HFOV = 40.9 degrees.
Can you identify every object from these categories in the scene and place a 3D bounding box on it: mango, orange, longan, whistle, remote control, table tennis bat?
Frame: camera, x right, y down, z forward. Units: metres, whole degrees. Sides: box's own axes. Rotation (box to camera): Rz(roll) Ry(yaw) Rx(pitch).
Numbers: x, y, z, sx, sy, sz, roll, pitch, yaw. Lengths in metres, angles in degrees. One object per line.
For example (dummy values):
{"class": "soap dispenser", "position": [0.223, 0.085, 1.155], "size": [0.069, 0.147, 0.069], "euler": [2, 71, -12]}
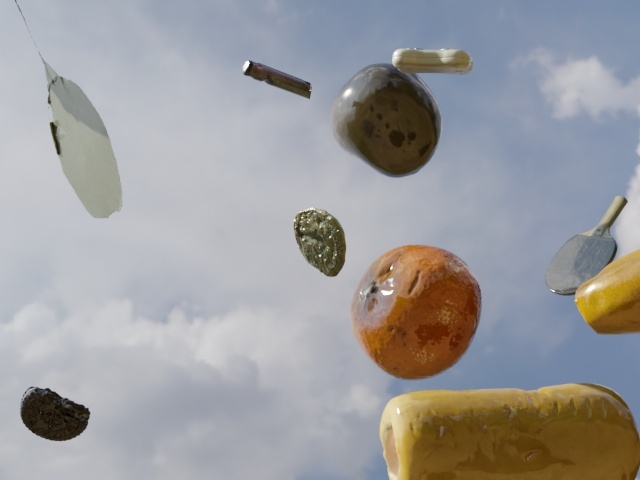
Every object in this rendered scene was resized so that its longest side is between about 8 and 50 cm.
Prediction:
{"class": "mango", "position": [0.548, 0.061, 1.239], "size": [0.359, 0.144, 0.187], "euler": [-10, -25, -4]}
{"class": "orange", "position": [0.145, 0.106, 1.338], "size": [0.170, 0.224, 0.224], "euler": [22, -55, -25]}
{"class": "longan", "position": [0.139, -0.246, 1.782], "size": [0.215, 0.246, 0.246], "euler": [-14, -42, -18]}
{"class": "whistle", "position": [-0.079, -0.309, 1.650], "size": [0.176, 0.033, 0.033], "euler": [11, -49, -46]}
{"class": "remote control", "position": [0.176, -0.281, 1.342], "size": [0.122, 0.032, 0.074], "euler": [4, 1, 17]}
{"class": "table tennis bat", "position": [0.538, 0.010, 1.711], "size": [0.022, 0.138, 0.246], "euler": [46, -107, -28]}

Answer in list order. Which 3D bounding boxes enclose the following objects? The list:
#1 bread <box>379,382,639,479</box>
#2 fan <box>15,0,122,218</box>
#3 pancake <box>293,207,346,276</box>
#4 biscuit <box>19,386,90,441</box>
{"class": "bread", "position": [0.226, 0.242, 1.011], "size": [0.305, 0.142, 0.091], "euler": [-1, -18, -9]}
{"class": "fan", "position": [-0.305, -0.171, 1.007], "size": [0.010, 0.310, 0.182], "euler": [-25, 3, -34]}
{"class": "pancake", "position": [-0.001, 0.000, 1.196], "size": [0.017, 0.108, 0.108], "euler": [-22, -35, -38]}
{"class": "biscuit", "position": [-0.350, 0.227, 1.128], "size": [0.089, 0.027, 0.087], "euler": [-6, -62, 5]}
